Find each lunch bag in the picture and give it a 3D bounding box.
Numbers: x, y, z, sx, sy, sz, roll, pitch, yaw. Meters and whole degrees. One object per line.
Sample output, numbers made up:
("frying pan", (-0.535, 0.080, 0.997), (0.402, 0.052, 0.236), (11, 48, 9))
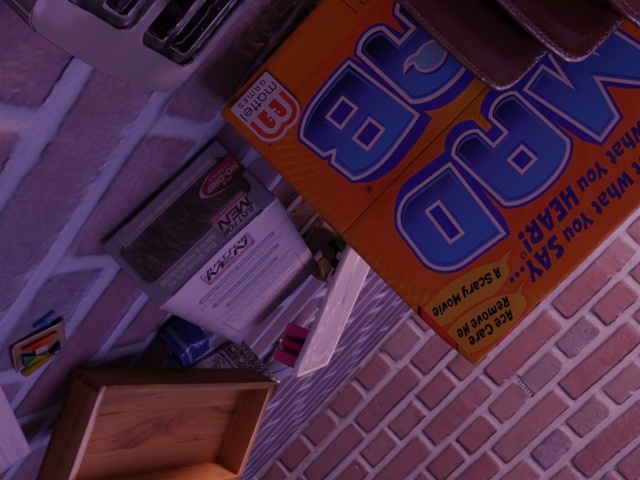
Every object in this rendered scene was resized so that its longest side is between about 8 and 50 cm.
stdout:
("lunch bag", (-0.230, 0.171, 1.191), (0.065, 0.067, 0.098), (-38, 164, -21))

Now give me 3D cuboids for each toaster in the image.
("toaster", (-0.126, -0.196, 0.453), (0.185, 0.110, 0.168), (-47, 163, 10))

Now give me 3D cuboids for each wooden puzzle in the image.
("wooden puzzle", (-0.351, 0.134, 0.898), (0.079, 0.014, 0.116), (-36, 162, -27))

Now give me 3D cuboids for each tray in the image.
("tray", (-0.256, 0.317, 1.195), (0.411, 0.076, 0.202), (16, 95, -55))

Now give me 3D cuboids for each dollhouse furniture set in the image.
("dollhouse furniture set", (0.000, 0.000, 1.410), (0.076, 0.058, 0.152), (-39, 146, 9))

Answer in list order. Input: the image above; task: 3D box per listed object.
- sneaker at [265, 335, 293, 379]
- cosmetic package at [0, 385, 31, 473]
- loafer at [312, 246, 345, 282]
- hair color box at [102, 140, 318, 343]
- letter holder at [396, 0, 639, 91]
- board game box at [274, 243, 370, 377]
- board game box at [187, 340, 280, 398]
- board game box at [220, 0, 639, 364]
("sneaker", (-0.074, 0.290, 1.846), (0.258, 0.091, 0.094), (-30, 180, 34))
("cosmetic package", (-0.413, 0.184, 0.652), (0.225, 0.138, 0.224), (-34, 161, -29))
("loafer", (0.046, 0.036, 1.560), (0.148, 0.050, 0.056), (-46, 164, 5))
("hair color box", (-0.127, 0.024, 0.994), (0.185, 0.113, 0.374), (-44, 165, -5))
("letter holder", (0.139, -0.268, 0.533), (0.214, 0.302, 0.152), (-45, -159, 7))
("board game box", (0.046, 0.040, 1.264), (0.390, 0.050, 0.389), (42, 71, -80))
("board game box", (-0.259, 0.371, 1.485), (0.291, 0.141, 0.232), (-30, 159, -41))
("board game box", (0.171, -0.124, 0.843), (0.356, 0.356, 0.356), (-46, 172, 5))
